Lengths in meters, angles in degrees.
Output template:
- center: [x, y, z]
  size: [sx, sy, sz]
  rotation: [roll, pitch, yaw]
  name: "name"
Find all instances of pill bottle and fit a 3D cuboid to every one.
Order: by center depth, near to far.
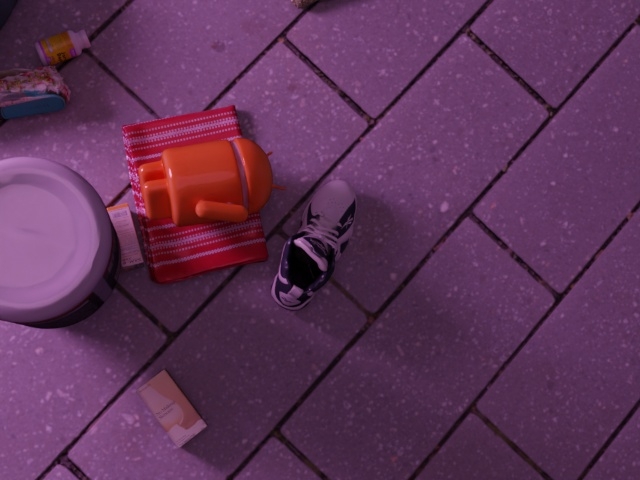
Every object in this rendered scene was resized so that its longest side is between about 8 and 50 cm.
- center: [-0.390, 0.019, 1.290]
  size: [0.210, 0.363, 0.210]
  rotation: [1, 82, -9]
  name: "pill bottle"
- center: [-0.421, -0.317, 1.497]
  size: [0.083, 0.043, 0.043]
  rotation: [-24, 86, -11]
  name: "pill bottle"

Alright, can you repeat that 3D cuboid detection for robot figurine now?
- center: [-0.169, -0.090, 1.432]
  size: [0.219, 0.158, 0.128]
  rotation: [-11, 98, -13]
  name: "robot figurine"

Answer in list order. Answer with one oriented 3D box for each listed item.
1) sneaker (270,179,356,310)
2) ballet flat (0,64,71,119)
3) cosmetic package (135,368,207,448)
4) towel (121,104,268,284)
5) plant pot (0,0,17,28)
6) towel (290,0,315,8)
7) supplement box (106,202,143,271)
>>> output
- center: [0.000, 0.000, 1.462]
  size: [0.094, 0.153, 0.235]
  rotation: [35, 79, -4]
  name: "sneaker"
- center: [-0.522, -0.232, 1.457]
  size: [0.241, 0.091, 0.077]
  rotation: [-9, 67, -17]
  name: "ballet flat"
- center: [-0.235, 0.264, 1.444]
  size: [0.060, 0.041, 0.115]
  rotation: [-38, 89, -12]
  name: "cosmetic package"
- center: [-0.206, -0.077, 1.504]
  size: [0.199, 0.031, 0.275]
  rotation: [-12, 84, -11]
  name: "towel"
- center: [-0.581, -0.383, 1.426]
  size: [0.165, 0.165, 0.234]
  rotation: [40, 73, -2]
  name: "plant pot"
- center: [-0.022, -0.482, 1.593]
  size: [0.110, 0.027, 0.148]
  rotation: [-20, 84, -12]
  name: "towel"
- center: [-0.310, -0.004, 1.460]
  size: [0.036, 0.062, 0.098]
  rotation: [-15, 85, -12]
  name: "supplement box"
